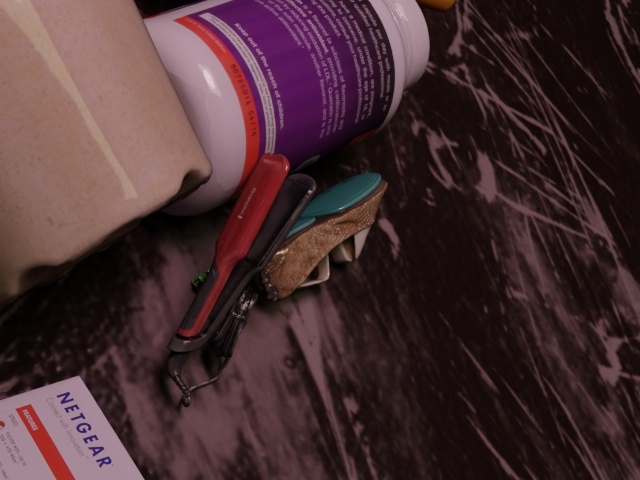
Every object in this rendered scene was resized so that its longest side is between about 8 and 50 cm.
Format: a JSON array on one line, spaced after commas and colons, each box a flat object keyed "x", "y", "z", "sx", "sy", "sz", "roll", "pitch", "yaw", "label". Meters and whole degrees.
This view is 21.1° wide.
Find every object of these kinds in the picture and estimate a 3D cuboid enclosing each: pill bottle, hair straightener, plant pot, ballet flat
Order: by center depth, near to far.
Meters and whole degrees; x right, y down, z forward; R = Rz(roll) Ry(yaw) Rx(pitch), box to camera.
[{"x": -0.258, "y": -0.122, "z": 1.393, "sx": 0.334, "sy": 0.334, "sz": 0.305, "roll": -33, "pitch": 92, "yaw": -42, "label": "plant pot"}, {"x": -0.063, "y": 0.043, "z": 1.497, "sx": 0.089, "sy": 0.047, "sz": 0.230, "roll": 32, "pitch": 78, "yaw": -44, "label": "hair straightener"}, {"x": -0.046, "y": -0.152, "z": 1.614, "sx": 0.323, "sy": 0.181, "sz": 0.181, "roll": -26, "pitch": 76, "yaw": -41, "label": "pill bottle"}, {"x": 0.000, "y": 0.000, "z": 1.628, "sx": 0.206, "sy": 0.073, "sz": 0.067, "roll": -32, "pitch": 111, "yaw": -44, "label": "ballet flat"}]

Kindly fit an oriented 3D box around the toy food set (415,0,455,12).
[{"x": 0.076, "y": -0.337, "z": 1.866, "sx": 0.104, "sy": 0.111, "sz": 0.232, "roll": 16, "pitch": 55, "yaw": -24, "label": "toy food set"}]

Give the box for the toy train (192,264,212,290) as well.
[{"x": -0.086, "y": 0.027, "z": 1.579, "sx": 0.083, "sy": 0.017, "sz": 0.024, "roll": -38, "pitch": 95, "yaw": -43, "label": "toy train"}]

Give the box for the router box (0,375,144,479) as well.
[{"x": -0.232, "y": 0.264, "z": 1.140, "sx": 0.301, "sy": 0.082, "sz": 0.335, "roll": -16, "pitch": 43, "yaw": -23, "label": "router box"}]
